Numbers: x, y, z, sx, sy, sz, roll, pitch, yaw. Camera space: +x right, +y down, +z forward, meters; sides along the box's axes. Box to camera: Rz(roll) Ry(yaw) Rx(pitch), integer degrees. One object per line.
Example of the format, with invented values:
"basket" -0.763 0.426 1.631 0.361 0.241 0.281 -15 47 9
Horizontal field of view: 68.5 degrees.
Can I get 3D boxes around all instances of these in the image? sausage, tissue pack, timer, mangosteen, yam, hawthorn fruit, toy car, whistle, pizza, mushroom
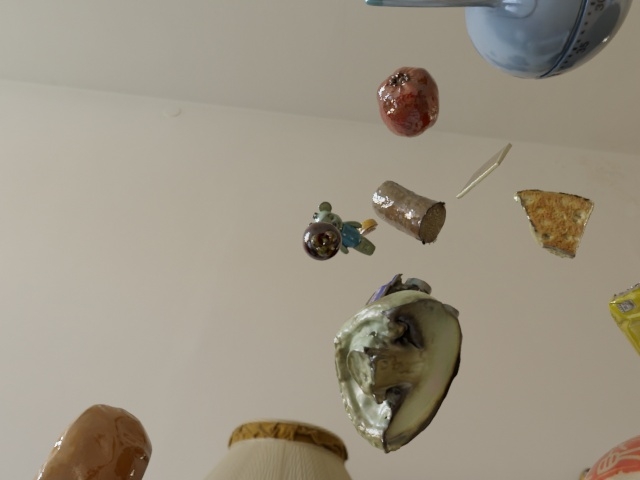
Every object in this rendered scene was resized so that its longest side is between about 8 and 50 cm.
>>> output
"sausage" -0.324 0.346 0.638 0.136 0.241 0.120 39 -57 -23
"tissue pack" 0.774 0.220 1.047 0.134 0.270 0.192 -38 -21 30
"timer" 0.185 -0.266 0.472 0.256 0.175 0.175 21 -40 -12
"mangosteen" 0.001 0.000 0.939 0.081 0.081 0.081 5 -38 4
"yam" 0.164 -0.054 0.870 0.127 0.084 0.084 34 -17 43
"hawthorn fruit" 0.291 -0.429 1.520 0.205 0.205 0.253 -10 -34 22
"toy car" 0.204 0.207 1.113 0.235 0.172 0.158 39 -27 -10
"whistle" 0.073 -0.021 1.432 0.236 0.114 0.077 31 -10 -20
"pizza" 0.604 -0.050 1.257 0.204 0.188 0.080 20 -20 13
"mushroom" 0.122 0.200 0.818 0.190 0.164 0.266 -17 -69 -27

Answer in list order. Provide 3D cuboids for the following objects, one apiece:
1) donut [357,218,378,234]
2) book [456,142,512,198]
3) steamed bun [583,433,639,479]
"donut" 0.190 -0.052 1.957 0.097 0.043 0.108 -26 -16 -16
"book" 0.530 -0.227 1.516 0.018 0.242 0.170 47 -53 2
"steamed bun" 0.608 0.477 0.819 0.375 0.241 0.374 -15 -49 -17
